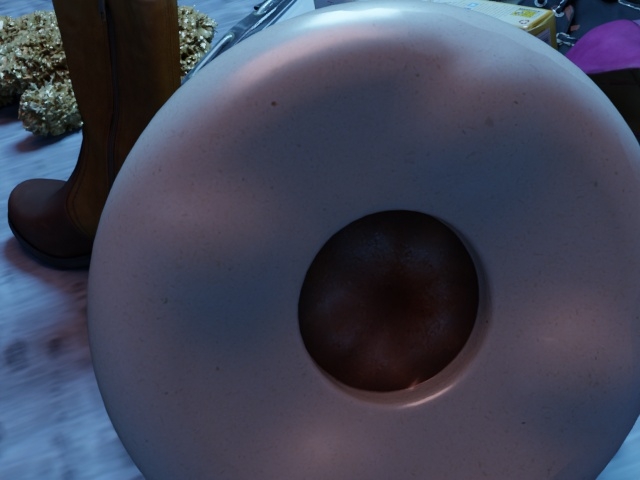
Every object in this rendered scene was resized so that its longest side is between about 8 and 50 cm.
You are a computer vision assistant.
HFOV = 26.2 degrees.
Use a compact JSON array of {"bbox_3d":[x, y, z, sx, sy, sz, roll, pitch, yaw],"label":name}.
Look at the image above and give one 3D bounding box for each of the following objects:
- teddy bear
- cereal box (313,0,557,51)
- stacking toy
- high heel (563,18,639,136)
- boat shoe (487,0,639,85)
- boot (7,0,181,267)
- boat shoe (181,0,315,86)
[{"bbox_3d":[-0.285,-0.212,1.545,0.338,0.113,0.245,14,41,36],"label":"teddy bear"},{"bbox_3d":[0.106,-0.137,1.236,0.240,0.173,0.047,19,42,39],"label":"cereal box"},{"bbox_3d":[0.000,0.000,0.990,0.351,0.350,0.480,-16,14,-9],"label":"stacking toy"},{"bbox_3d":[0.292,-0.092,1.174,0.181,0.127,0.377,-23,21,16],"label":"high heel"},{"bbox_3d":[0.232,-0.244,1.431,0.127,0.113,0.340,-33,37,-33],"label":"boat shoe"},{"bbox_3d":[-0.202,-0.101,1.164,0.096,0.280,0.264,-32,37,-32],"label":"boot"},{"bbox_3d":[-0.031,-0.223,1.461,0.119,0.121,0.335,19,46,37],"label":"boat shoe"}]
